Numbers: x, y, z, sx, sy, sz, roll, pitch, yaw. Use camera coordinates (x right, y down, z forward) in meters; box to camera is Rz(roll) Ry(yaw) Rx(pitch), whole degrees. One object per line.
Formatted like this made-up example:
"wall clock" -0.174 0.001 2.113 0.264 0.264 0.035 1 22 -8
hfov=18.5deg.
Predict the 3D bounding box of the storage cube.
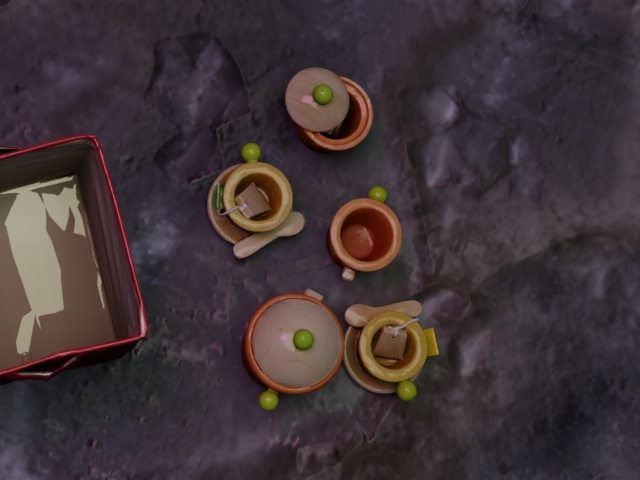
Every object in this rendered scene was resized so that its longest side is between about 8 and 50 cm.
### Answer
"storage cube" -0.276 0.029 1.778 0.183 0.193 0.215 -15 83 -15

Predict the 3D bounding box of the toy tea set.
"toy tea set" 0.000 0.000 1.883 0.200 0.124 0.336 -12 84 -15
